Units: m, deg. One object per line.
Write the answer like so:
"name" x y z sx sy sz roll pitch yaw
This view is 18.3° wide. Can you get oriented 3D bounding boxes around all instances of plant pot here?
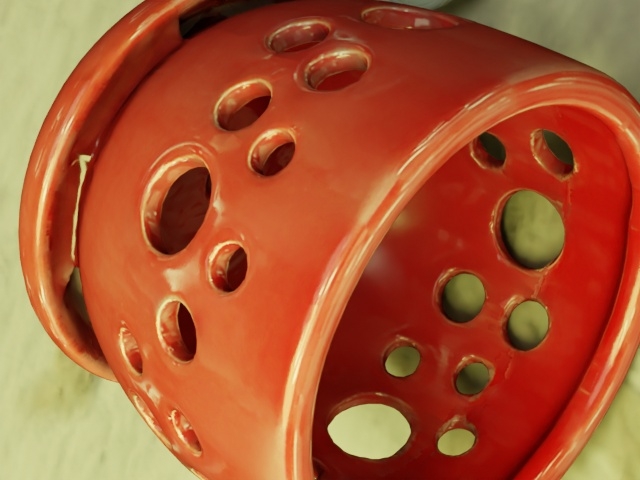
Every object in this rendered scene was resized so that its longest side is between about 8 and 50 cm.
"plant pot" 0.000 0.000 0.706 0.174 0.191 0.191 30 103 36

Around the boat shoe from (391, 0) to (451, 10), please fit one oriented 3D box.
"boat shoe" 0.058 -0.182 0.761 0.065 0.083 0.183 22 126 35
